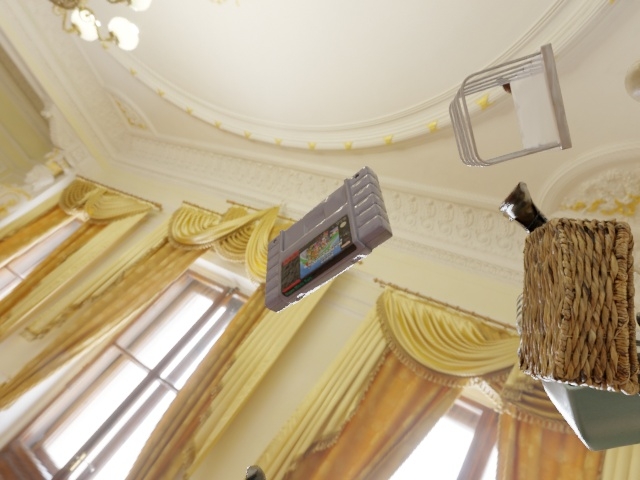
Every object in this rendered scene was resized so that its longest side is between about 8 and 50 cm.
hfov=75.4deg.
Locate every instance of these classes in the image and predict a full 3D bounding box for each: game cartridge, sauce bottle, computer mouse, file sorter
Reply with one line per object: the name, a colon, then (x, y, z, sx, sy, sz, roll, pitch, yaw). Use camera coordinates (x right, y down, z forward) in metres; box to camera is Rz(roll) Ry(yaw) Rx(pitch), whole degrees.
game cartridge: (0.000, 0.000, 0.979, 0.355, 0.230, 0.068, -37, -59, 26)
sauce bottle: (0.604, -0.475, 1.290, 0.128, 0.042, 0.042, 26, -31, -4)
computer mouse: (-0.117, 0.475, 0.716, 0.041, 0.071, 0.242, 4, 4, -4)
file sorter: (0.392, -0.267, 0.904, 0.173, 0.277, 0.193, -14, -84, 15)

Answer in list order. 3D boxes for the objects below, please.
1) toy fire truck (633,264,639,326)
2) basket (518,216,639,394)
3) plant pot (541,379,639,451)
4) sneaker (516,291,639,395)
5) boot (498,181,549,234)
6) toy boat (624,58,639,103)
toy fire truck: (1.084, 0.180, 1.298, 0.217, 0.247, 0.158, 23, -28, -15)
basket: (0.511, 0.116, 0.749, 0.222, 0.299, 0.213, 8, -14, 8)
plant pot: (0.779, 0.429, 1.158, 0.247, 0.247, 0.252, -15, -78, 8)
sneaker: (0.682, 0.194, 0.950, 0.447, 0.258, 0.169, 10, -45, 9)
boot: (0.459, -0.062, 0.905, 0.106, 0.082, 0.219, 44, 15, 24)
toy boat: (0.721, -0.289, 0.749, 0.267, 0.148, 0.318, 21, 6, 41)
